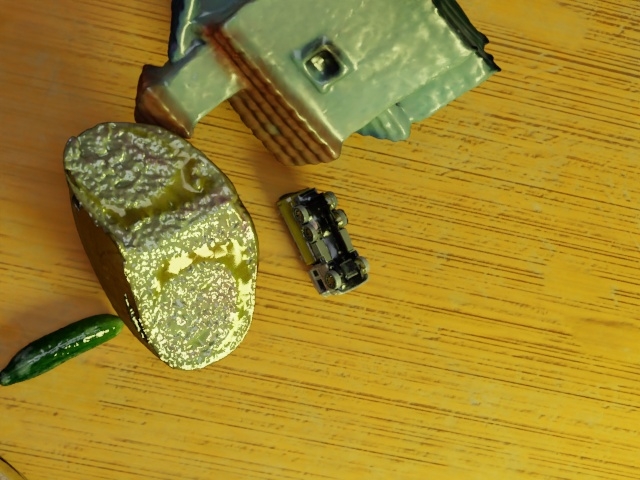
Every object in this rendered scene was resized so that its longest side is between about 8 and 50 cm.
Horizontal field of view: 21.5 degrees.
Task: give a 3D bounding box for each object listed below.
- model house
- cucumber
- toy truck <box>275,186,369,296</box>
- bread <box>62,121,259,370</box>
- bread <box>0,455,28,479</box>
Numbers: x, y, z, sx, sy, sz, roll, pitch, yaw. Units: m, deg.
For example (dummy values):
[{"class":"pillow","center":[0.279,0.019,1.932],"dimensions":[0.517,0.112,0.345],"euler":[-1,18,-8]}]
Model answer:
[{"class":"model house","center":[-0.037,-0.210,1.767],"dimensions":[0.329,0.252,0.295],"euler":[-38,118,10]},{"class":"cucumber","center":[-0.276,0.113,1.761],"dimensions":[0.155,0.037,0.037],"euler":[-27,91,-13]},{"class":"toy truck","center":[0.000,0.000,1.813],"dimensions":[0.052,0.063,0.123],"euler":[-27,92,-34]},{"class":"bread","center":[-0.167,-0.009,1.731],"dimensions":[0.158,0.156,0.261],"euler":[-27,118,-19]},{"class":"bread","center":[-0.376,0.305,1.703],"dimensions":[0.116,0.077,0.200],"euler":[34,81,-8]}]
